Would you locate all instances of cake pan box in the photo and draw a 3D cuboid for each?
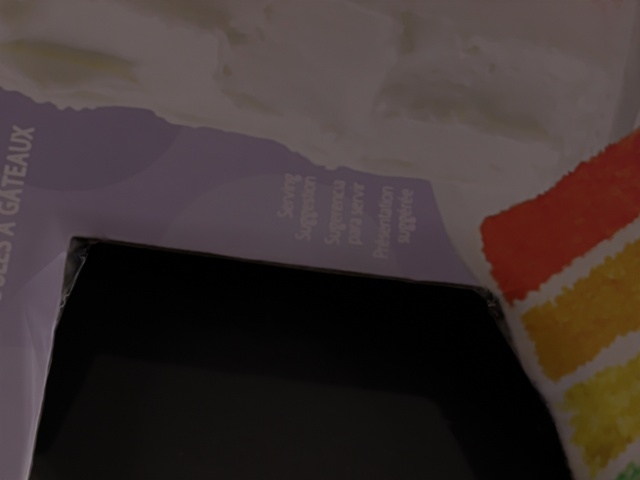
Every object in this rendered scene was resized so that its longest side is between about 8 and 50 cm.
[{"bbox_3d":[0.000,0.000,0.387,0.246,0.070,0.266,8,-117,0],"label":"cake pan box"}]
